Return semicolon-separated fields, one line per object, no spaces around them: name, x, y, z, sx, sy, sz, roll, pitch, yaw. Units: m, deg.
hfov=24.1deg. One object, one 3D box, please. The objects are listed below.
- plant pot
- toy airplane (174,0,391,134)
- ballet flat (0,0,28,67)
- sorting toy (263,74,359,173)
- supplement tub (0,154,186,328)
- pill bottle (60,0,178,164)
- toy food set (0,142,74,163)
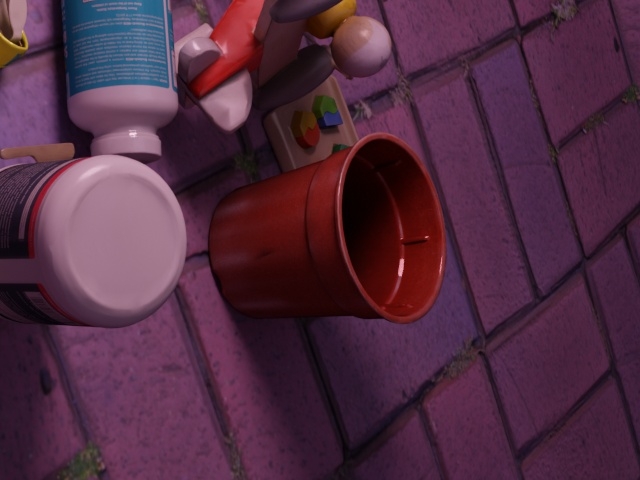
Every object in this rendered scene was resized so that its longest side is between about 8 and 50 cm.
plant pot;0.000;0.000;2.173;0.272;0.265;0.272;17;69;-51
toy airplane;-0.035;-0.299;2.093;0.272;0.384;0.386;30;27;1
ballet flat;-0.405;-0.330;1.853;0.077;0.077;0.231;-12;91;-54
sorting toy;0.003;-0.151;2.410;0.208;0.038;0.193;-40;114;-51
supplement tub;-0.301;0.003;1.717;0.191;0.272;0.191;1;89;-42
pill bottle;-0.263;-0.234;1.967;0.146;0.146;0.264;7;76;-54
toy food set;-0.359;-0.024;1.883;0.132;0.038;0.192;-6;93;-48
